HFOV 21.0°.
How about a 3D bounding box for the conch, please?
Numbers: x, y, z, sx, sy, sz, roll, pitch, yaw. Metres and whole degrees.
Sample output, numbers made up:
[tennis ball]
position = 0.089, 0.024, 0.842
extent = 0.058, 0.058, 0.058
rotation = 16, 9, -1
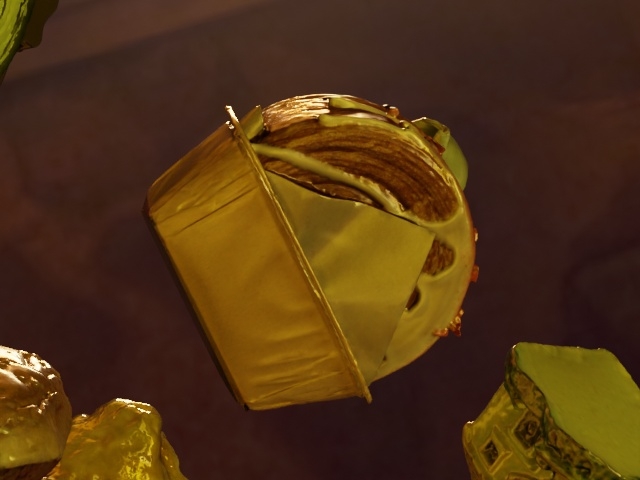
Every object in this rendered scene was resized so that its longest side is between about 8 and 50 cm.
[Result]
[conch]
position = 0.122, -0.083, 1.853
extent = 0.065, 0.088, 0.180
rotation = -28, 152, -10

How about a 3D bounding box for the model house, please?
[model house]
position = 0.256, 0.246, 1.833
extent = 0.195, 0.214, 0.189
rotation = 2, 132, -42

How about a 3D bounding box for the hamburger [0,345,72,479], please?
[hamburger]
position = -0.303, 0.154, 1.366
extent = 0.211, 0.132, 0.309
rotation = 3, -168, -7

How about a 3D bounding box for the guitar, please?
[guitar]
position = -0.400, -0.240, 2.213
extent = 0.038, 0.271, 0.084
rotation = -4, 147, 30

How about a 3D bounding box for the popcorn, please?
[popcorn]
position = -0.285, 0.387, 2.145
extent = 0.293, 0.292, 0.334
rotation = -7, 142, -19

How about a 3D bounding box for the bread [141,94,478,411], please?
[bread]
position = 0.000, 0.000, 1.210
extent = 0.212, 0.224, 0.142
rotation = -27, -163, -4

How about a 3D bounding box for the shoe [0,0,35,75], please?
[shoe]
position = -0.328, -0.236, 1.413
extent = 0.140, 0.128, 0.262
rotation = -57, 153, -2
